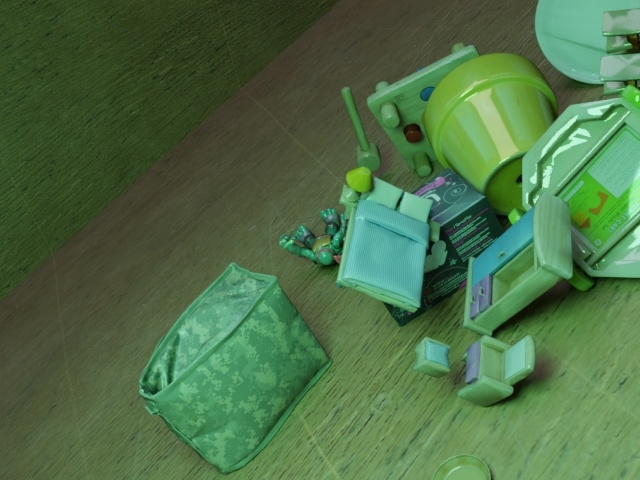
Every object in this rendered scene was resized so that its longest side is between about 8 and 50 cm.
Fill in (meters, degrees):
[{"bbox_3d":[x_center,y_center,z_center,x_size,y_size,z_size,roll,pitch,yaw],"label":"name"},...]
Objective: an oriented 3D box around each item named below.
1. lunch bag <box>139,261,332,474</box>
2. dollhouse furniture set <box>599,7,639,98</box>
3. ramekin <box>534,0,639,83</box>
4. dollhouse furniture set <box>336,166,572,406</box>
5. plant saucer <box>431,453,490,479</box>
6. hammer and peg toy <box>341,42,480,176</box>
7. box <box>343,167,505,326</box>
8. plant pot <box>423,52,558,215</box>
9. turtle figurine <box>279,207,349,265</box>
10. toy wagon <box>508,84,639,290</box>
[{"bbox_3d":[-0.154,0.226,1.111,0.169,0.235,0.287,12,53,47],"label":"lunch bag"},{"bbox_3d":[0.549,-0.223,1.064,0.135,0.262,0.259,2,79,30],"label":"dollhouse furniture set"},{"bbox_3d":[0.609,-0.482,1.367,0.273,0.272,0.127,-2,30,45],"label":"ramekin"},{"bbox_3d":[0.164,0.027,0.911,0.198,0.303,0.286,123,166,-50],"label":"dollhouse furniture set"},{"bbox_3d":[0.185,0.320,0.840,0.083,0.015,0.083,-25,30,16],"label":"plant saucer"},{"bbox_3d":[0.218,-0.266,1.442,0.361,0.266,0.127,-23,49,20],"label":"hammer and peg toy"},{"bbox_3d":[0.191,0.006,1.177,0.247,0.142,0.163,-33,29,3],"label":"box"},{"bbox_3d":[0.348,-0.185,1.222,0.254,0.254,0.239,-27,46,15],"label":"plant pot"},{"bbox_3d":[0.000,0.000,1.419,0.175,0.118,0.234,-17,14,2],"label":"turtle figurine"},{"bbox_3d":[0.452,-0.046,0.943,0.267,0.068,0.344,-53,57,27],"label":"toy wagon"}]
